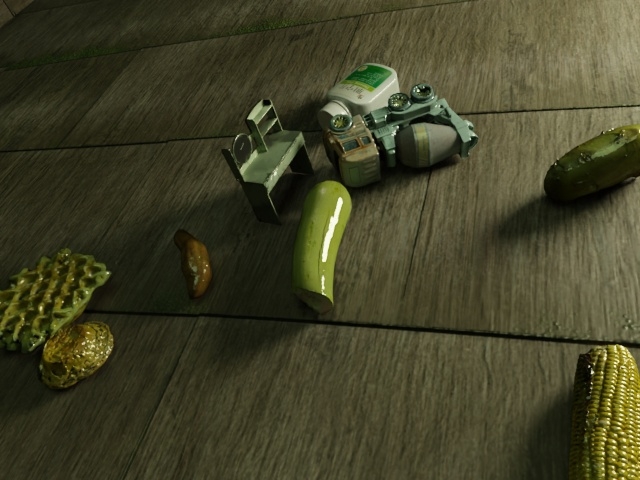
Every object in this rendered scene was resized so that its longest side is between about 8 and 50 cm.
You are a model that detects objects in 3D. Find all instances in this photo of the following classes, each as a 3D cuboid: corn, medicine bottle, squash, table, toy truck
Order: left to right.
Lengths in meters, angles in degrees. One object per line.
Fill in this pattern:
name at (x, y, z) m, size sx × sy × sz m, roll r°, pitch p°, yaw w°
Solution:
table at (-0.088, -0.143, 0.977) m, size 0.062 × 0.175 × 0.146 m, roll 9°, pitch 52°, yaw 28°
squash at (0.000, 0.000, 0.879) m, size 0.083 × 0.083 × 0.250 m, roll -3°, pitch 49°, yaw 18°
medicine bottle at (0.077, -0.299, 1.145) m, size 0.119 × 0.069 × 0.183 m, roll 29°, pitch 64°, yaw 36°
toy truck at (0.143, -0.181, 0.984) m, size 0.256 × 0.108 × 0.140 m, roll -20°, pitch 58°, yaw -3°
corn at (0.309, 0.201, 0.579) m, size 0.072 × 0.072 × 0.203 m, roll 5°, pitch 48°, yaw 24°

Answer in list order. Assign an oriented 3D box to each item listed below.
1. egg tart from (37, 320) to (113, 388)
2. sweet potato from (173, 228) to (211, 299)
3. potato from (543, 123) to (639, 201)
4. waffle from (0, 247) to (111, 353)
egg tart at (-0.401, 0.179, 0.874) m, size 0.130 × 0.052 × 0.130 m, roll -10°, pitch 43°, yaw 9°
sweet potato at (-0.226, 0.027, 0.955) m, size 0.053 × 0.054 × 0.182 m, roll -19°, pitch 41°, yaw -11°
potato at (0.432, -0.121, 0.824) m, size 0.188 × 0.105 × 0.085 m, roll -27°, pitch 61°, yaw 11°
waffle at (-0.501, 0.107, 0.978) m, size 0.204 × 0.054 × 0.223 m, roll 17°, pitch 54°, yaw 33°
